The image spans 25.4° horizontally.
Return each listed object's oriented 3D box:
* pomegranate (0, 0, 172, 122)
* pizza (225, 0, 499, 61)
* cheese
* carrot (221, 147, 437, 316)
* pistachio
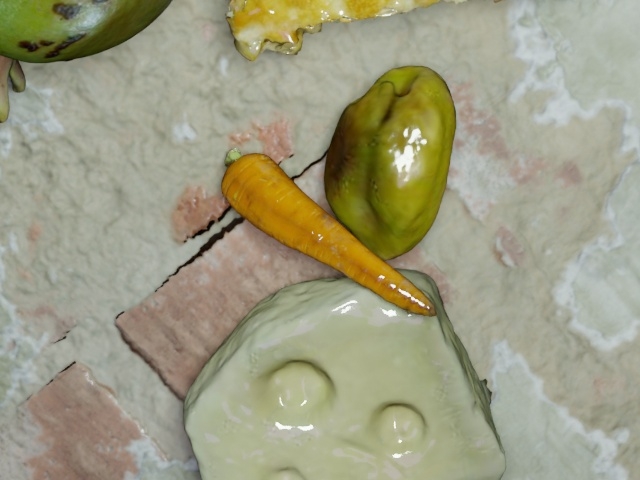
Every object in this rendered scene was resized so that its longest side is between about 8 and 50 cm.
[{"bbox_3d":[-0.267,-0.261,1.169,0.323,0.291,0.291,-39,103,21],"label":"pomegranate"},{"bbox_3d":[0.058,-0.325,1.215,0.406,0.130,0.440,-38,114,12],"label":"pizza"},{"bbox_3d":[0.031,0.182,1.378,0.318,0.115,0.326,26,106,-7],"label":"cheese"},{"bbox_3d":[0.000,0.000,1.307,0.257,0.061,0.061,40,106,18],"label":"carrot"},{"bbox_3d":[0.066,-0.067,1.305,0.100,0.110,0.189,7,110,-33],"label":"pistachio"}]
